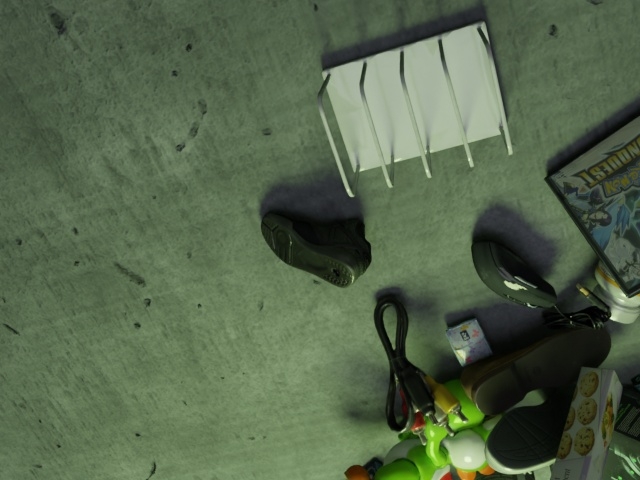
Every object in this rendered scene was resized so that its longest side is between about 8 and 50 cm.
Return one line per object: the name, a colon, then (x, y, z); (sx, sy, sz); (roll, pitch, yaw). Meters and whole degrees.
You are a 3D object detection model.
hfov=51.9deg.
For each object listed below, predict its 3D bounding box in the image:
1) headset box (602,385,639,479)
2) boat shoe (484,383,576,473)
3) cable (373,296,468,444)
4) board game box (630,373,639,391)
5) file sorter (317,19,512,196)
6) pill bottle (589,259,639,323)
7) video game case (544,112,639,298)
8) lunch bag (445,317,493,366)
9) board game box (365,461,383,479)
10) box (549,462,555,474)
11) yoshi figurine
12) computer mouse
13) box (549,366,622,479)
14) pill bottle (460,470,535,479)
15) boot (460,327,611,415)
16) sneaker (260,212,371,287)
headset box: (0.683, 0.456, 1.289); (0.283, 0.131, 0.246); (16, 130, 47)
boat shoe: (0.428, 0.381, 1.284); (0.118, 0.320, 0.103); (41, 130, 31)
cable: (0.165, 0.257, 1.285); (0.139, 0.287, 0.072); (-34, 151, 18)
board game box: (0.745, 0.315, 1.339); (0.126, 0.026, 0.186); (-40, 106, 23)
file sorter: (0.155, -0.205, 1.061); (0.278, 0.173, 0.192); (-14, 115, 14)
pill bottle: (0.564, 0.039, 1.167); (0.118, 0.117, 0.208); (16, 118, -1)
video game case: (0.551, -0.082, 1.065); (0.275, 0.035, 0.248); (-37, 66, 22)
lunch bag: (0.298, 0.203, 1.323); (0.071, 0.053, 0.083); (-24, 108, 12)
board game box: (0.081, 0.651, 1.519); (0.042, 0.165, 0.243); (27, 119, -29)
box: (0.556, 0.463, 1.439); (0.116, 0.029, 0.162); (-12, 116, 12)
yoshi figurine: (0.216, 0.411, 1.360); (0.362, 0.203, 0.203); (-26, 120, -5)
computer mouse: (0.393, 0.093, 1.191); (0.262, 0.060, 0.184); (41, 159, -14)
box: (0.470, 0.375, 1.174); (0.067, 0.324, 0.063); (-4, 133, 44)
pill bottle: (0.381, 0.571, 1.373); (0.161, 0.283, 0.161); (3, 117, 6)
boot: (0.420, 0.235, 1.300); (0.305, 0.115, 0.112); (-21, 104, -6)
sneaker: (0.000, 0.000, 1.246); (0.228, 0.130, 0.087); (24, 127, 26)
